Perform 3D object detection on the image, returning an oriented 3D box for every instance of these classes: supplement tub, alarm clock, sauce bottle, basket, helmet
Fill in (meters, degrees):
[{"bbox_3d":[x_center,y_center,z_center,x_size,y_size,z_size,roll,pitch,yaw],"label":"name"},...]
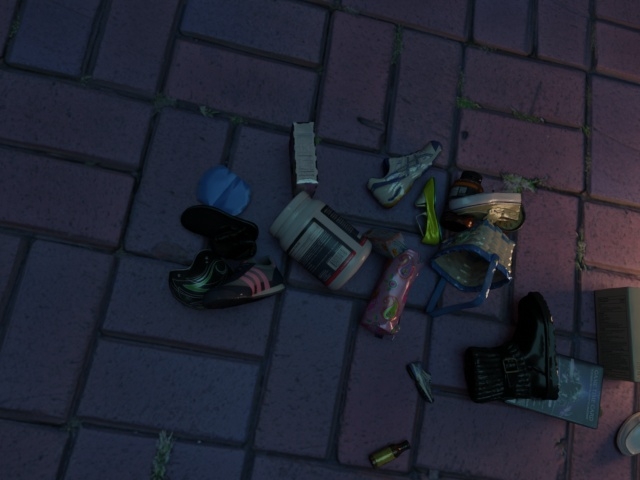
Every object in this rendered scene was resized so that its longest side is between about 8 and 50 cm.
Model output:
[{"bbox_3d":[0.475,-0.130,1.577,0.106,0.106,0.198,24,76,-4],"label":"supplement tub"},{"bbox_3d":[0.617,-0.068,1.609,0.129,0.064,0.192,12,75,-7],"label":"alarm clock"},{"bbox_3d":[0.207,0.634,1.417,0.128,0.042,0.042,-20,83,-10],"label":"sauce bottle"},{"bbox_3d":[0.000,0.000,1.432,0.272,0.191,0.191,40,76,0],"label":"supplement tub"},{"bbox_3d":[0.447,0.098,1.460,0.201,0.255,0.289,34,61,-13],"label":"basket"},{"bbox_3d":[-0.345,0.120,1.372,0.169,0.169,0.161,39,64,0],"label":"helmet"}]

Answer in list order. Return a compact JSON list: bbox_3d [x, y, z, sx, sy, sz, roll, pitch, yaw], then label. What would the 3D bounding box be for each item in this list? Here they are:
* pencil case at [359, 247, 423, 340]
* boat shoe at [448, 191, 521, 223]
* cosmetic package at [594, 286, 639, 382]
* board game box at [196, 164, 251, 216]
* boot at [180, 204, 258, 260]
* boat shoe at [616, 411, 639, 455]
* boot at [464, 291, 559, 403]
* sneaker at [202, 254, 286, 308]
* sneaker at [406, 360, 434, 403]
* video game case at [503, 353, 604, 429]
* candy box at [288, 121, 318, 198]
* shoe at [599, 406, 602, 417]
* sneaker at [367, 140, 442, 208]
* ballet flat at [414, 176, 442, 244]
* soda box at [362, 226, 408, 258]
[{"bbox_3d":[0.222,0.159,1.470,0.124,0.124,0.284,24,76,-4],"label":"pencil case"},{"bbox_3d":[0.526,-0.098,1.483,0.302,0.109,0.094,-5,88,-30],"label":"boat shoe"},{"bbox_3d":[1.008,0.306,1.553,0.129,0.153,0.296,5,80,-10],"label":"cosmetic package"},{"bbox_3d":[-0.302,-0.149,1.497,0.168,0.033,0.133,37,83,1],"label":"board game box"},{"bbox_3d":[-0.298,-0.025,1.377,0.246,0.207,0.094,16,103,-7],"label":"boot"},{"bbox_3d":[1.081,0.599,1.534,0.277,0.096,0.098,-31,86,-13],"label":"boat shoe"},{"bbox_3d":[0.580,0.327,1.479,0.260,0.131,0.348,0,70,7],"label":"boot"},{"bbox_3d":[-0.224,0.112,1.343,0.112,0.319,0.131,-22,81,26],"label":"sneaker"},{"bbox_3d":[0.323,0.435,1.471,0.058,0.052,0.135,-25,84,-17],"label":"sneaker"},{"bbox_3d":[0.732,0.452,1.497,0.274,0.026,0.196,14,72,11],"label":"video game case"},{"bbox_3d":[-0.055,-0.244,1.485,0.070,0.165,0.196,-3,80,-8],"label":"candy box"},{"bbox_3d":[0.776,0.510,1.521,0.219,0.058,0.076,22,81,12],"label":"shoe"},{"bbox_3d":[0.278,-0.246,1.566,0.131,0.112,0.296,44,75,2],"label":"sneaker"},{"bbox_3d":[0.352,-0.098,1.572,0.077,0.077,0.231,-5,81,7],"label":"ballet flat"},{"bbox_3d":[0.194,0.005,1.463,0.058,0.183,0.063,-32,106,-13],"label":"soda box"}]
